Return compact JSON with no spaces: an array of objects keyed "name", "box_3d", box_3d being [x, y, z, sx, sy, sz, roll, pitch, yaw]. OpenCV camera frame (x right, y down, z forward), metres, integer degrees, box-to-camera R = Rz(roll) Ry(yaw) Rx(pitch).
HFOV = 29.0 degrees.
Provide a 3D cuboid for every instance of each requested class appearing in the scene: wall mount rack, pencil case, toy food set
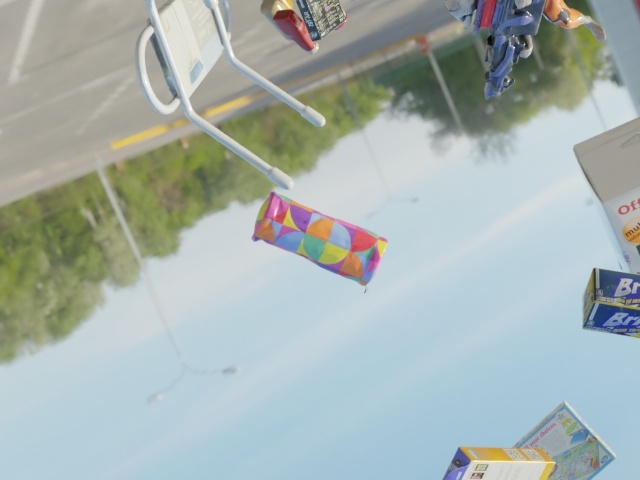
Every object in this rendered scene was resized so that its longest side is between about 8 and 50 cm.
[{"name":"wall mount rack","box_3d":[-0.117,-0.238,1.674,0.130,0.304,0.350,-9,-153,20]},{"name":"pencil case","box_3d":[0.000,0.000,2.133,0.104,0.236,0.104,-156,-90,-82]},{"name":"toy food set","box_3d":[-0.010,-0.388,2.106,0.232,0.104,0.111,1,-120,40]}]

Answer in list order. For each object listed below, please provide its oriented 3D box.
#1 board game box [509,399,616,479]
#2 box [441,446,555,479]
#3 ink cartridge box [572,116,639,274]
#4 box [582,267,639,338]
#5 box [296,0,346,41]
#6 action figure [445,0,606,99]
[{"name":"board game box","box_3d":[0.319,0.313,1.726,0.154,0.103,0.026,-43,176,10]},{"name":"box","box_3d":[0.171,0.252,1.274,0.136,0.081,0.028,10,-156,-33]},{"name":"ink cartridge box","box_3d":[0.480,-0.039,1.712,0.171,0.233,0.168,-25,-150,10]},{"name":"box","box_3d":[0.395,0.081,1.452,0.168,0.059,0.054,9,-130,1]},{"name":"box","box_3d":[0.002,-0.339,1.820,0.018,0.067,0.083,-9,-155,35]},{"name":"action figure","box_3d":[0.378,-0.433,2.297,0.330,0.179,0.341,-4,144,-17]}]
